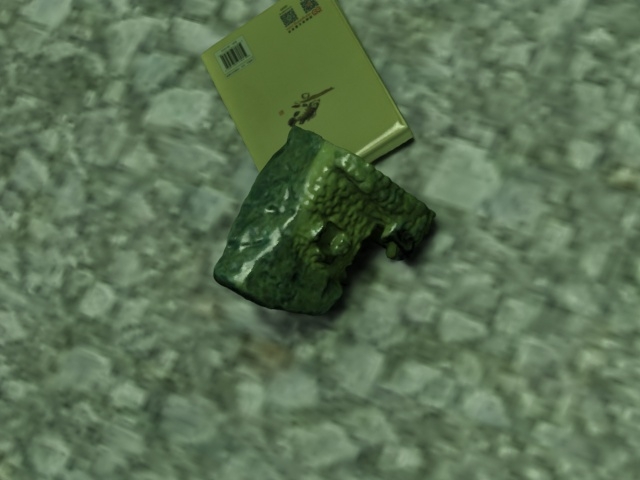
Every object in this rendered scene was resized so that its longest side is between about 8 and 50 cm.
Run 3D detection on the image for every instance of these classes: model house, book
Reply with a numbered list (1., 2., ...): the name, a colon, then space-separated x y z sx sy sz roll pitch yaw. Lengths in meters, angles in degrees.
1. model house: 0.000 0.000 0.719 0.066 0.079 0.083 30 88 37
2. book: -0.009 -0.075 0.787 0.077 0.014 0.111 -32 59 9
